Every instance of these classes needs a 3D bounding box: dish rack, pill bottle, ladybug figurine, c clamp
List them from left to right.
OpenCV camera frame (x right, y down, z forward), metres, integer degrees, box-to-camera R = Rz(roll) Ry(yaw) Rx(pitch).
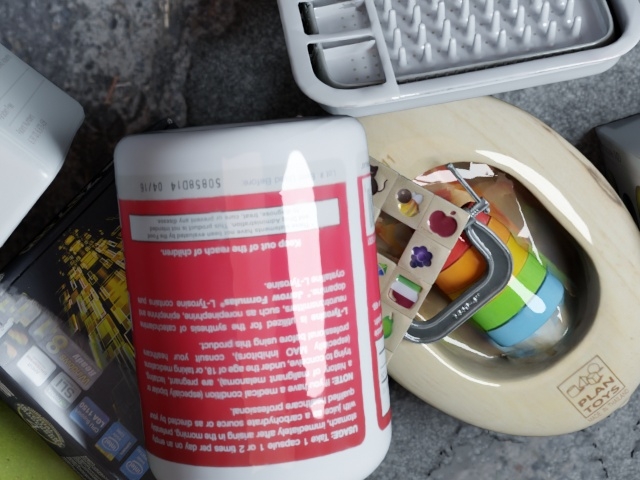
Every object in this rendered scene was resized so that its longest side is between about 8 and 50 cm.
[{"bbox_3d":[-0.055,0.097,1.099,0.229,0.229,0.407,-5,97,-3],"label":"pill bottle"},{"bbox_3d":[0.117,0.022,1.195,0.137,0.022,0.160,41,99,-19],"label":"c clamp"},{"bbox_3d":[0.125,-0.244,1.194,0.333,0.285,0.072,-11,147,-1],"label":"dish rack"},{"bbox_3d":[0.172,0.021,1.292,0.305,0.162,0.449,-40,105,8],"label":"ladybug figurine"}]

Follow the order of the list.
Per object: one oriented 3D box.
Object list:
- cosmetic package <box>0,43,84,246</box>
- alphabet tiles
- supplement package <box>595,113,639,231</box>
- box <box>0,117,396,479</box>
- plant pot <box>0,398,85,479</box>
[{"bbox_3d":[-0.482,-0.091,1.126,0.394,0.327,0.329,38,99,-15],"label":"cosmetic package"},{"bbox_3d":[0.000,0.000,1.192,0.237,0.009,0.198,31,107,12],"label":"alphabet tiles"},{"bbox_3d":[0.441,-0.009,1.292,0.198,0.199,0.262,-17,107,1],"label":"supplement package"},{"bbox_3d":[-0.140,0.121,1.253,0.395,0.097,0.318,50,60,-15],"label":"box"},{"bbox_3d":[-0.284,0.282,1.304,0.293,0.275,0.274,0,107,-21],"label":"plant pot"}]
